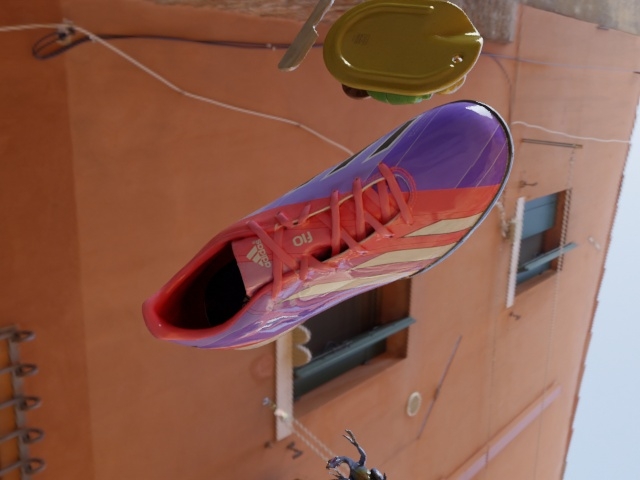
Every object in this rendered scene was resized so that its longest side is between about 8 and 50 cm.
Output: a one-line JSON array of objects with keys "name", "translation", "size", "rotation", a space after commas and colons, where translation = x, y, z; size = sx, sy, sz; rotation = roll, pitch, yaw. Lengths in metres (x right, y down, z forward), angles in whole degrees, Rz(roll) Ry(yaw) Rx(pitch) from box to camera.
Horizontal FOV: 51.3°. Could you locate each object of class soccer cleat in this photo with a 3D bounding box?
[{"name": "soccer cleat", "translation": [0.000, 0.000, 0.515], "size": [0.318, 0.116, 0.108], "rotation": [-32, -106, 25]}]

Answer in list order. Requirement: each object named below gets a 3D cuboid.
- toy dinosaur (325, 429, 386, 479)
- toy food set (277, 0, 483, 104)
[{"name": "toy dinosaur", "translation": [0.037, 0.240, 0.667], "size": [0.090, 0.047, 0.082], "rotation": [54, -13, 1]}, {"name": "toy food set", "translation": [0.077, -0.208, 0.764], "size": [0.218, 0.071, 0.128], "rotation": [15, -110, 23]}]
